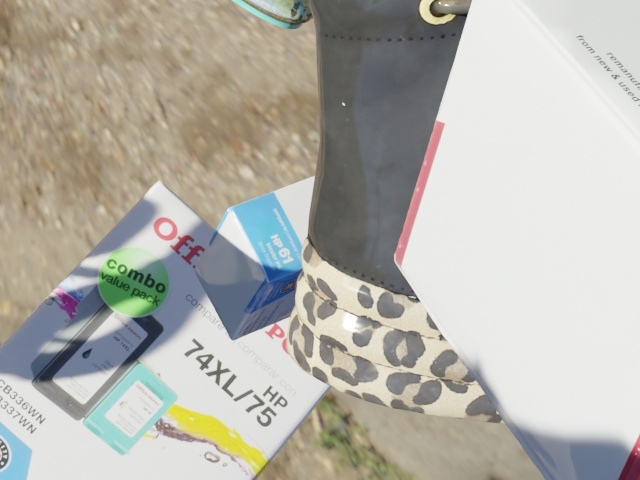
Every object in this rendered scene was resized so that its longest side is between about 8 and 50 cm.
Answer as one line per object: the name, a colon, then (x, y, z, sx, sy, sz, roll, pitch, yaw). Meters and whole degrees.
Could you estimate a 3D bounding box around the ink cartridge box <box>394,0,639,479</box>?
ink cartridge box: (0.139, -0.014, 0.570, 0.176, 0.127, 0.128, -14, 140, -27)

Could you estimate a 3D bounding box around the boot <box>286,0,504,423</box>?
boot: (0.162, -0.066, 0.767, 0.377, 0.138, 0.284, 1, 117, -12)

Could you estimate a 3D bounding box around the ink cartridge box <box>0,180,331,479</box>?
ink cartridge box: (-0.151, 0.135, 1.340, 0.198, 0.197, 0.270, 42, 67, -2)

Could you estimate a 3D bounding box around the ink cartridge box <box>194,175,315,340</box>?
ink cartridge box: (0.000, 0.000, 1.050, 0.122, 0.088, 0.052, -23, 74, -26)

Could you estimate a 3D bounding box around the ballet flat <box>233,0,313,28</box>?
ballet flat: (-0.068, -0.178, 0.911, 0.188, 0.070, 0.070, 36, 95, 18)
